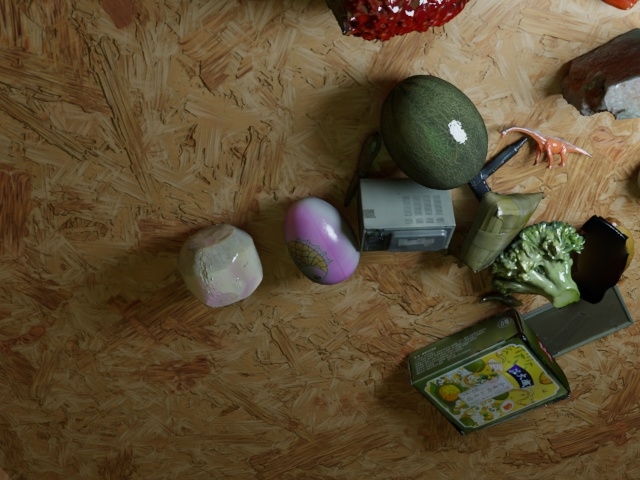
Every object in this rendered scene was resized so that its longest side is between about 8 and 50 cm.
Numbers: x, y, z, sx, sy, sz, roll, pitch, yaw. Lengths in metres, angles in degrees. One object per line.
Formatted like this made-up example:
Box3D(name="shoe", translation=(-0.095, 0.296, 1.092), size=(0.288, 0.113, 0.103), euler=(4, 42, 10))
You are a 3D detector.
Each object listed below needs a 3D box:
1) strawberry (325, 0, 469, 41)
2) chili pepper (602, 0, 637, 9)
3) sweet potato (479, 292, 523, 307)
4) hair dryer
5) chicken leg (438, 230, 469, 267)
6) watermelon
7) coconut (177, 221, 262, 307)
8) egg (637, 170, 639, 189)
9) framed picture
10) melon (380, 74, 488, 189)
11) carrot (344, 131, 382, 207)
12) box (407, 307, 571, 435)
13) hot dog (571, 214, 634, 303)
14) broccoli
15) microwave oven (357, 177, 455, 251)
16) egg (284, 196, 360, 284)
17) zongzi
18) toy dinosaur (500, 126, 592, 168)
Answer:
Box3D(name="strawberry", translation=(0.161, -0.582, 1.368), size=(0.344, 0.292, 0.292), euler=(-22, 126, -9))
Box3D(name="chili pepper", translation=(0.701, -0.578, 1.494), size=(0.192, 0.084, 0.086), euler=(24, 154, -16))
Box3D(name="sweet potato", translation=(0.580, 0.190, 2.072), size=(0.153, 0.038, 0.041), euler=(8, 83, -11))
Box3D(name="hair dryer", translation=(0.494, -0.199, 1.784), size=(0.195, 0.050, 0.173), euler=(-30, 125, 14))
Box3D(name="chicken leg", translation=(0.386, 0.016, 1.915), size=(0.208, 0.085, 0.101), euler=(10, 137, 0))
Box3D(name="watermelon", translation=(0.745, -0.391, 1.524), size=(0.302, 0.264, 0.151), euler=(-10, 125, 8))
Box3D(name="coconut", translation=(-0.282, 0.083, 1.831), size=(0.227, 0.227, 0.230), euler=(-13, 119, 6))
Box3D(name="egg", translation=(0.962, -0.173, 1.760), size=(0.192, 0.149, 0.149), euler=(-10, 126, 3))
Box3D(name="framed picture", translation=(0.842, 0.268, 2.153), size=(0.335, 0.022, 0.247), euler=(-29, 123, 17))
Box3D(name="melon", translation=(0.277, -0.267, 1.599), size=(0.238, 0.237, 0.301), euler=(-33, 116, 19))
Box3D(name="carrot", translation=(0.109, -0.187, 1.773), size=(0.049, 0.049, 0.254), euler=(13, 129, -12))
Box3D(name="box", translation=(0.563, 0.454, 2.186), size=(0.420, 0.138, 0.373), euler=(-30, 122, 22))
Box3D(name="hot dog", translation=(0.827, 0.033, 1.928), size=(0.194, 0.107, 0.326), euler=(38, 150, 16))
Box3D(name="broccoli", translation=(0.627, 0.086, 1.864), size=(0.248, 0.245, 0.288), euler=(-20, 143, -7))
Box3D(name="microwave oven", translation=(0.227, -0.063, 1.762), size=(0.241, 0.193, 0.145), euler=(-2, 154, -2))
Box3D(name="egg", translation=(0.000, 0.000, 1.812), size=(0.196, 0.196, 0.271), euler=(-25, 108, 15))
Box3D(name="zongzi", translation=(0.516, -0.035, 1.834), size=(0.256, 0.115, 0.228), euler=(-13, 133, -41))
Box3D(name="toy dinosaur", translation=(0.601, -0.245, 1.736), size=(0.280, 0.055, 0.101), euler=(2, 103, -21))
